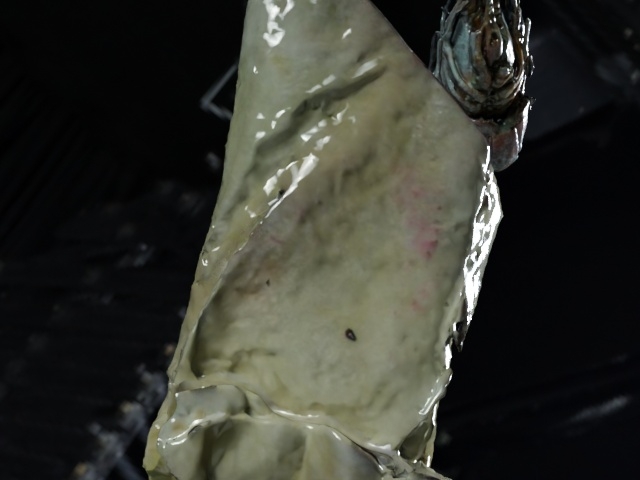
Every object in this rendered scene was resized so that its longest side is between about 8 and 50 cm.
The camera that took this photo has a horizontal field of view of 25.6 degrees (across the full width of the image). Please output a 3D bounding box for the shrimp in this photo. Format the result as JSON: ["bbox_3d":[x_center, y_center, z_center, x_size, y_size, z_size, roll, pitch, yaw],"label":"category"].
[{"bbox_3d":[0.129,-0.154,1.145,0.079,0.090,0.233,-115,-167,-48],"label":"shrimp"}]

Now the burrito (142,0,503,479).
[{"bbox_3d":[0.012,0.002,0.761,0.175,0.348,0.107,13,-12,-20],"label":"burrito"}]
